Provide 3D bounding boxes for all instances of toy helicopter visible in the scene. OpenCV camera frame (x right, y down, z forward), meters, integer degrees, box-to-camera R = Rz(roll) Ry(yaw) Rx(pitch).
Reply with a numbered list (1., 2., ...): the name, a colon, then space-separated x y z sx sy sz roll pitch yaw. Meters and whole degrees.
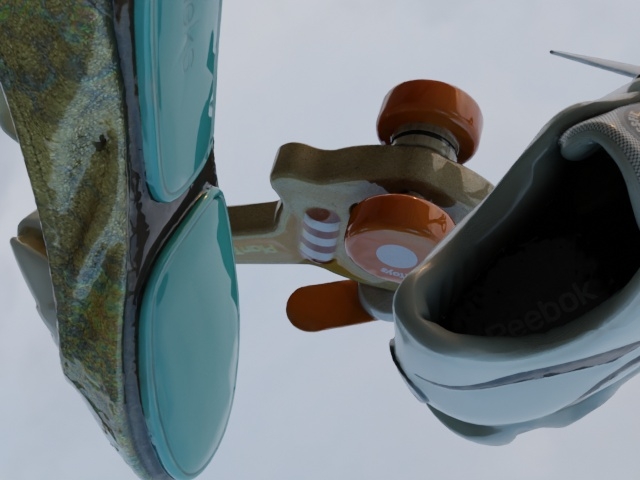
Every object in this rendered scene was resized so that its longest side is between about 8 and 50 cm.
1. toy helicopter: 0.000 0.000 0.935 0.355 0.235 0.140 -2 -124 28

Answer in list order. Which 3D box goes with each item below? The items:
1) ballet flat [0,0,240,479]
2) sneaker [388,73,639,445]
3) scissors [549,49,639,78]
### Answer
1. ballet flat: -0.104 -0.024 0.530 0.123 0.348 0.123 1 -142 -1
2. sneaker: 0.173 -0.028 0.476 0.331 0.146 0.122 -39 -115 2
3. scissors: 0.277 -0.104 0.769 0.109 0.297 0.021 52 -53 26
